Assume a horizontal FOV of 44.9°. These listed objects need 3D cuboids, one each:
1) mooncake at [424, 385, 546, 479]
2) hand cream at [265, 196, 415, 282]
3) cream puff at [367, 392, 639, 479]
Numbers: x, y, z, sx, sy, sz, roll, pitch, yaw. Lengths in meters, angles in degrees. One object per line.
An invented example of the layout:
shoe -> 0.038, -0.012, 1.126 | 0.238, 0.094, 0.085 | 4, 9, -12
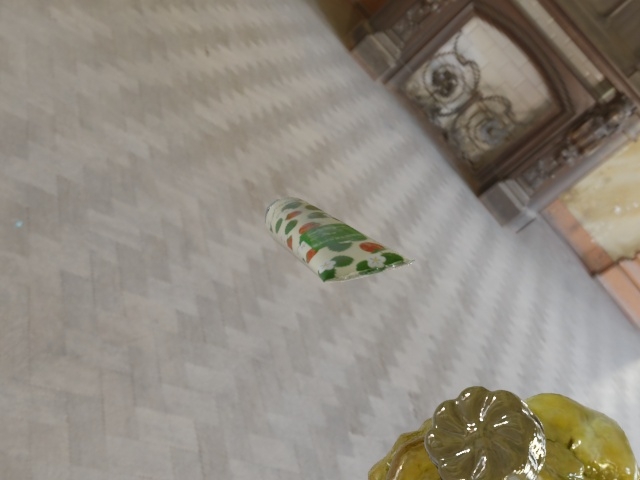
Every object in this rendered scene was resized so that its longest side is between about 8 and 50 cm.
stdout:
mooncake -> 0.176, -0.017, 0.366 | 0.150, 0.347, 0.057 | 21, -4, 31
hand cream -> 0.000, 0.000, 0.852 | 0.095, 0.059, 0.276 | -13, 18, -19
cream puff -> 0.183, 0.307, 0.653 | 0.324, 0.291, 0.257 | 58, 0, -33
